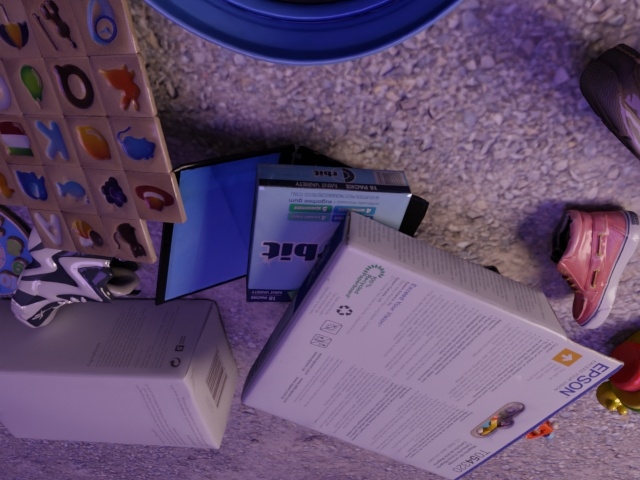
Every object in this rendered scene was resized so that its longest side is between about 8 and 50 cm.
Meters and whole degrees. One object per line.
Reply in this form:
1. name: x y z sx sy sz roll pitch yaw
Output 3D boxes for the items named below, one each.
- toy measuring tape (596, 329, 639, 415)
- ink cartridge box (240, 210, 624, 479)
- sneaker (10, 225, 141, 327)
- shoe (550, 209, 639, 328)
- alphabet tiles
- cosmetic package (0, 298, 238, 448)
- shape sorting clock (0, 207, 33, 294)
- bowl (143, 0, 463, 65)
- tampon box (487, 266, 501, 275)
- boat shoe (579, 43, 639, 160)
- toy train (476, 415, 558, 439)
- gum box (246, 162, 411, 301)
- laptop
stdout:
1. toy measuring tape: 0.494 0.151 0.722 0.121 0.121 0.330 20 133 -10
2. ink cartridge box: 0.108 0.152 0.657 0.330 0.071 0.324 23 130 -11
3. sneaker: -0.342 0.067 0.786 0.153 0.094 0.235 27 118 -7
4. shoe: 0.325 0.037 0.680 0.081 0.063 0.178 5 128 6
5. alphabet tiles: -0.284 -0.131 0.563 0.285 0.011 0.342 5 122 22
6. cosmetic package: -0.352 0.218 0.895 0.385 0.156 0.217 2 133 9
7. shape sorting clock: -0.520 0.008 0.801 0.206 0.040 0.206 4 134 5
8. bowl: -0.019 -0.325 0.384 0.391 0.077 0.391 5 133 5
9. tampon box: 0.193 0.133 0.747 0.161 0.120 0.101 -24 123 28
10. boat shoe: 0.394 -0.097 0.513 0.355 0.132 0.130 23 123 -24
11. toy train: 0.321 0.305 0.944 0.166 0.046 0.125 33 128 -24
12. gum box: 0.000 0.000 0.611 0.157 0.041 0.184 1 135 -11
13. laptop: -0.043 0.019 0.664 0.264 0.136 0.234 24 134 3
